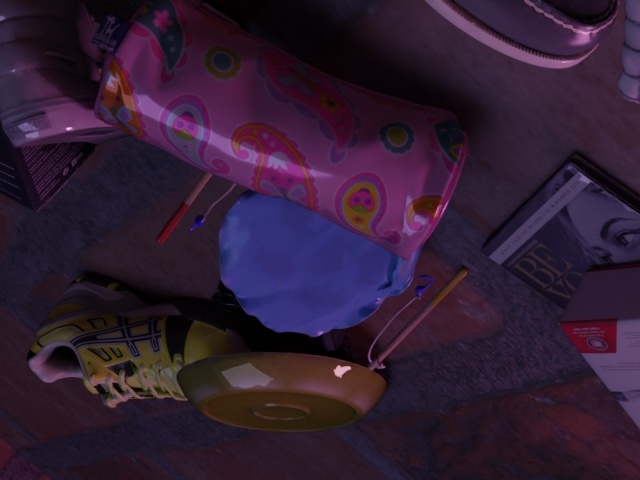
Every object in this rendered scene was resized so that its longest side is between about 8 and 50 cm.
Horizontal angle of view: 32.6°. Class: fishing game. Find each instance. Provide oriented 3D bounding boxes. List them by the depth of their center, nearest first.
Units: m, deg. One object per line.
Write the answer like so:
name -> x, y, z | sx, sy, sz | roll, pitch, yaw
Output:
fishing game -> 0.000, 0.000, 0.973 | 0.264, 0.041, 0.189 | 29, 111, -22

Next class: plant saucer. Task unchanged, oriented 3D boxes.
plant saucer -> -0.045, 0.180, 1.246 | 0.241, 0.037, 0.241 | 2, 156, 1

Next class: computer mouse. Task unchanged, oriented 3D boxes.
computer mouse -> -0.029, 0.049, 1.144 | 0.188, 0.072, 0.272 | 29, 162, 9

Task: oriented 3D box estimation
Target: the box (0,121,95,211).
box -> -0.339, -0.153, 1.123 | 0.153, 0.108, 0.207 | 26, 149, 18

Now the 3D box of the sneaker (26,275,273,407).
sneaker -> -0.213, 0.159, 1.407 | 0.385, 0.147, 0.145 | 7, 138, 36

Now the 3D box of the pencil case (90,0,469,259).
pencil case -> -0.031, -0.092, 0.832 | 0.284, 0.124, 0.124 | 25, 151, -4

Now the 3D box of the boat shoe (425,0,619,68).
boat shoe -> 0.070, -0.229, 0.581 | 0.319, 0.116, 0.099 | 51, 150, -14

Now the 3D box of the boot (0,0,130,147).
boot -> -0.192, -0.150, 0.937 | 0.095, 0.258, 0.123 | -13, 93, 16

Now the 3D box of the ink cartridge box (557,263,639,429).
ink cartridge box -> 0.275, 0.090, 0.845 | 0.109, 0.063, 0.150 | -10, 128, 50

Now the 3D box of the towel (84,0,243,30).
towel -> -0.251, -0.268, 0.883 | 0.370, 0.040, 0.271 | 20, 163, 23

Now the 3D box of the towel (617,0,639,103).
towel -> 0.263, -0.158, 0.463 | 0.235, 0.121, 0.283 | 23, 147, 30

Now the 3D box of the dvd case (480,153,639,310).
dvd case -> 0.252, 0.035, 0.873 | 0.221, 0.018, 0.164 | 35, 151, 1
